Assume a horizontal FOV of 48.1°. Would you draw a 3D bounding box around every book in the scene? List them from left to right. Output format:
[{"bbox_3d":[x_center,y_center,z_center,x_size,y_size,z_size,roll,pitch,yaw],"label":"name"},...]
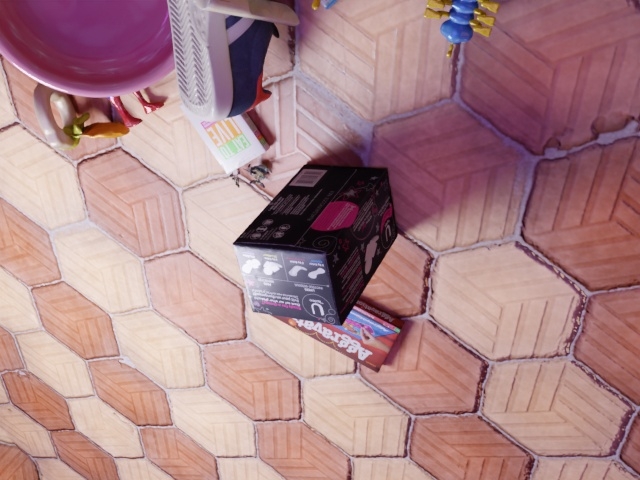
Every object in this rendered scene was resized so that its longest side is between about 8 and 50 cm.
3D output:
[{"bbox_3d":[-0.162,-0.197,1.229,0.096,0.035,0.144,-24,109,36],"label":"book"}]

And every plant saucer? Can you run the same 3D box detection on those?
[{"bbox_3d":[-0.333,-0.380,1.046,0.332,0.084,0.332,-9,122,-14],"label":"plant saucer"}]

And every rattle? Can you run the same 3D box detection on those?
[{"bbox_3d":[-0.457,-0.274,1.309,0.143,0.130,0.199,-12,92,23],"label":"rattle"}]

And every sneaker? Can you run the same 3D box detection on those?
[{"bbox_3d":[-0.132,-0.352,1.026,0.131,0.148,0.349,22,120,40],"label":"sneaker"}]

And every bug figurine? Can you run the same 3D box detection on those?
[{"bbox_3d":[0.106,-0.366,0.900,0.279,0.072,0.216,22,126,7],"label":"bug figurine"}]

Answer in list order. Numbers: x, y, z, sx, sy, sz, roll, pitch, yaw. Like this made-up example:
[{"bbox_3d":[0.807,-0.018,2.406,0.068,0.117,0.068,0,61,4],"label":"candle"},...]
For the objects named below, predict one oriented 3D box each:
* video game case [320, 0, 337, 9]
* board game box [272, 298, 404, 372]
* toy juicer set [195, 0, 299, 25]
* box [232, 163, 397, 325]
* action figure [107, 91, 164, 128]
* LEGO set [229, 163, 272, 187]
[{"bbox_3d":[-0.005,-0.416,0.976,0.166,0.015,0.119,48,132,-11],"label":"video game case"},{"bbox_3d":[0.012,0.144,1.397,0.281,0.027,0.145,27,135,9],"label":"board game box"},{"bbox_3d":[-0.095,-0.404,0.879,0.090,0.209,0.328,13,125,35],"label":"toy juicer set"},{"bbox_3d":[0.000,0.000,1.136,0.164,0.247,0.142,6,126,26],"label":"box"},{"bbox_3d":[-0.344,-0.334,1.182,0.139,0.091,0.280,-11,120,43],"label":"action figure"},{"bbox_3d":[-0.119,-0.119,1.265,0.083,0.023,0.054,4,136,15],"label":"LEGO set"}]
